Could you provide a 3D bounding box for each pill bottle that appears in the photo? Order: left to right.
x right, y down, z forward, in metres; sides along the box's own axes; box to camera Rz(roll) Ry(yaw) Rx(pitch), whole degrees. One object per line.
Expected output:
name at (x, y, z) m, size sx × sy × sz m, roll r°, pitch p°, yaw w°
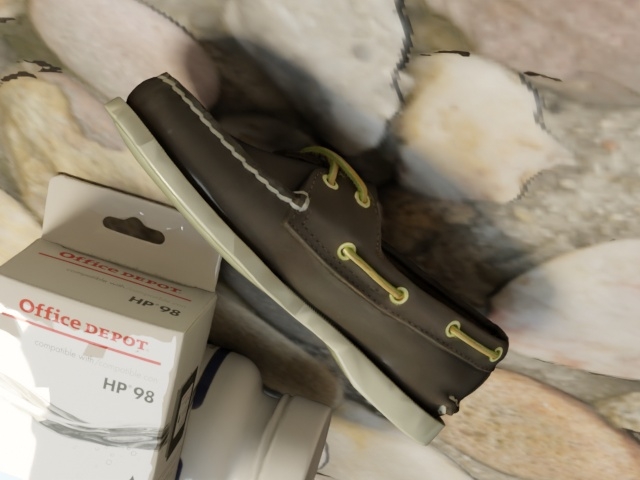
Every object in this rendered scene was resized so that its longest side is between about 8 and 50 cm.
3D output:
pill bottle at (-0.094, 0.112, 0.734) m, size 0.186 × 0.112 × 0.112 m, roll 17°, pitch 150°, yaw 7°

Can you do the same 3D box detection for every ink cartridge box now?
ink cartridge box at (-0.119, 0.068, 0.632) m, size 0.104 × 0.060 × 0.180 m, roll 17°, pitch 110°, yaw 7°

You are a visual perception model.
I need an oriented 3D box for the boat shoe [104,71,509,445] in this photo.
boat shoe at (0.000, 0.000, 0.544) m, size 0.228 × 0.068 × 0.081 m, roll 46°, pitch -178°, yaw -30°
